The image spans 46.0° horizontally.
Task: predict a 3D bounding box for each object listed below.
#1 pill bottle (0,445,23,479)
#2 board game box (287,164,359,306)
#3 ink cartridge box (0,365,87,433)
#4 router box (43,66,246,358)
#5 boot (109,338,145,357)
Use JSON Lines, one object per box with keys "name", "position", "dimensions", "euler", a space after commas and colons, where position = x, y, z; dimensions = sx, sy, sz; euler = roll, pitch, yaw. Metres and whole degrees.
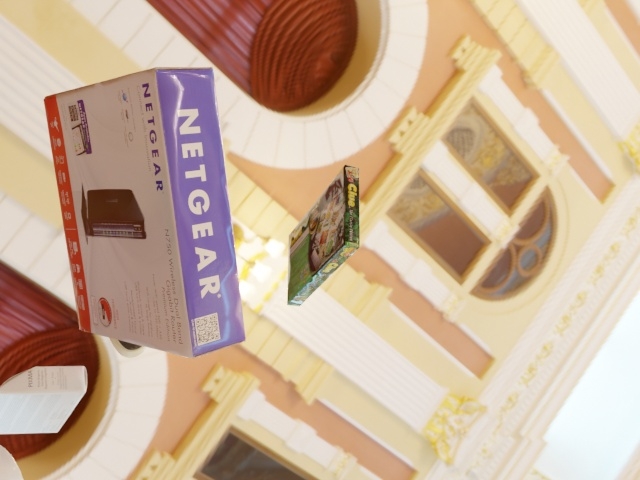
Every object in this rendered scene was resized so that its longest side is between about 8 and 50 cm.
{"name": "pill bottle", "position": [-0.374, 0.213, 0.510], "dimensions": [0.176, 0.318, 0.176], "euler": [-7, -102, 34]}
{"name": "board game box", "position": [0.000, 0.000, 1.204], "dimensions": [0.259, 0.030, 0.136], "euler": [132, -39, -58]}
{"name": "ink cartridge box", "position": [-0.550, 0.282, 1.317], "dimensions": [0.189, 0.232, 0.066], "euler": [-48, -137, 42]}
{"name": "router box", "position": [-0.235, -0.038, 0.973], "dimensions": [0.301, 0.082, 0.335], "euler": [1, -79, 48]}
{"name": "boot", "position": [-0.438, 0.159, 1.590], "dimensions": [0.244, 0.088, 0.176], "euler": [64, -37, 22]}
